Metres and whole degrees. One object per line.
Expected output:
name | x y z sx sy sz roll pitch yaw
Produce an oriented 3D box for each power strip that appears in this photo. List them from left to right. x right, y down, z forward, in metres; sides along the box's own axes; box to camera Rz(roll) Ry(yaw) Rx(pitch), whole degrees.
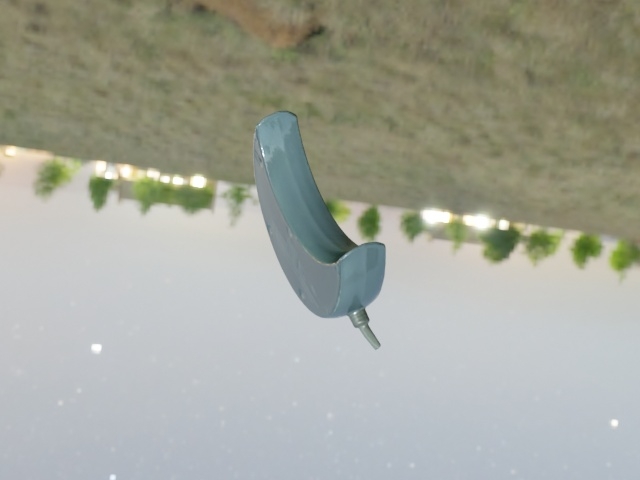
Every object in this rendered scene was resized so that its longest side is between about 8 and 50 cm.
power strip | 0.000 0.000 0.919 0.044 0.137 0.216 -17 -127 -20
